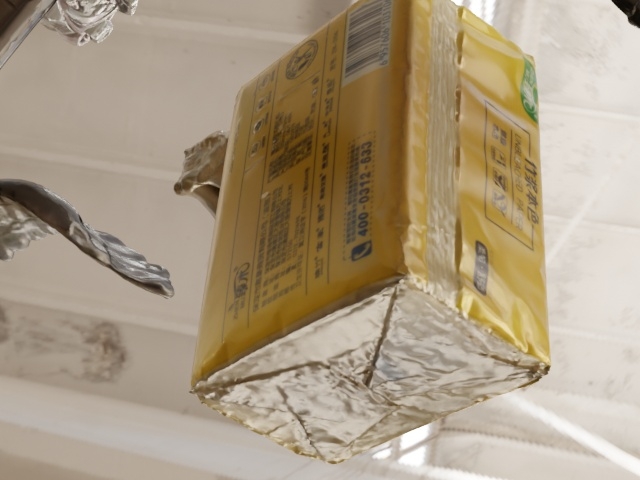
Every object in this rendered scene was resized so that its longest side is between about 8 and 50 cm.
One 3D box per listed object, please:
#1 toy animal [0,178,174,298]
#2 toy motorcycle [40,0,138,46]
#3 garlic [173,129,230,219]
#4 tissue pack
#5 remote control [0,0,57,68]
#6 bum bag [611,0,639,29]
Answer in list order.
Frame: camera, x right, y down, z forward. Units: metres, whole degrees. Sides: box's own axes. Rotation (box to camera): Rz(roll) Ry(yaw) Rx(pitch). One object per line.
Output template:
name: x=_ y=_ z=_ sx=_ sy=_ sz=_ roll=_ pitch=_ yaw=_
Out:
toy animal: x=-0.230 y=-0.008 z=0.695 sx=0.272 sy=0.197 sz=0.160 roll=28 pitch=-81 yaw=26
toy motorcycle: x=-0.249 y=-0.258 z=1.246 sx=0.112 sy=0.254 sz=0.112 roll=3 pitch=-101 yaw=-14
garlic: x=0.000 y=0.000 z=1.523 sx=0.231 sy=0.246 sz=0.340 roll=-19 pitch=-88 yaw=42
tissue pack: x=0.052 y=-0.019 z=1.168 sx=0.293 sy=0.228 sz=0.382 roll=-29 pitch=-141 yaw=36
remote control: x=-0.115 y=-0.078 z=0.387 sx=0.059 sy=0.028 sz=0.212 roll=46 pitch=-77 yaw=9
bum bag: x=0.387 y=-0.219 z=1.228 sx=0.123 sy=0.060 sz=0.248 roll=-27 pitch=-124 yaw=-24
